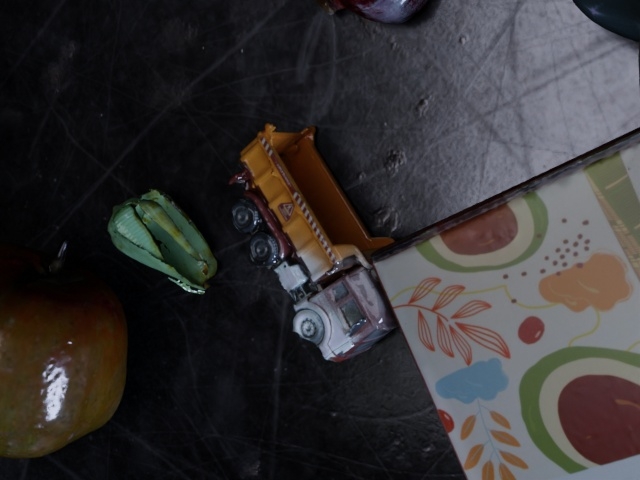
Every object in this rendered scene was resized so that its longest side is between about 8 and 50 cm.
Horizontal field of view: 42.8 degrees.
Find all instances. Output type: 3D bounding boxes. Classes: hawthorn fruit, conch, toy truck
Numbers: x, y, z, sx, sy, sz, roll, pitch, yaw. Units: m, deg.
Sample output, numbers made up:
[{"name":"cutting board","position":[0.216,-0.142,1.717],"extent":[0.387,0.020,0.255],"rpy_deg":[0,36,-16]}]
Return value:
[{"name":"hawthorn fruit","position":[-0.389,0.127,1.090],"extent":[0.268,0.268,0.300],"rpy_deg":[18,94,25]},{"name":"conch","position":[-0.203,-0.006,1.086],"extent":[0.170,0.079,0.105],"rpy_deg":[34,116,4]},{"name":"toy truck","position":[0.000,0.000,0.958],"extent":[0.135,0.114,0.270],"rpy_deg":[-38,75,30]}]

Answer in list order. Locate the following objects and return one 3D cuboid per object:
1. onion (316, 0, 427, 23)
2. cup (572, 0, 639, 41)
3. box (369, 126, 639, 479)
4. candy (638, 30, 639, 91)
[{"name":"onion","position":[0.032,-0.329,0.912],"extent":[0.151,0.098,0.206],"rpy_deg":[-45,75,22]},{"name":"cup","position":[0.298,-0.264,0.751],"extent":[0.150,0.199,0.199],"rpy_deg":[25,107,44]},{"name":"box","position":[0.286,0.114,0.809],"extent":[0.345,0.122,0.385],"rpy_deg":[-26,83,27]},{"name":"candy","position":[0.406,-0.182,0.624],"extent":[0.186,0.386,0.426],"rpy_deg":[16,96,64]}]
